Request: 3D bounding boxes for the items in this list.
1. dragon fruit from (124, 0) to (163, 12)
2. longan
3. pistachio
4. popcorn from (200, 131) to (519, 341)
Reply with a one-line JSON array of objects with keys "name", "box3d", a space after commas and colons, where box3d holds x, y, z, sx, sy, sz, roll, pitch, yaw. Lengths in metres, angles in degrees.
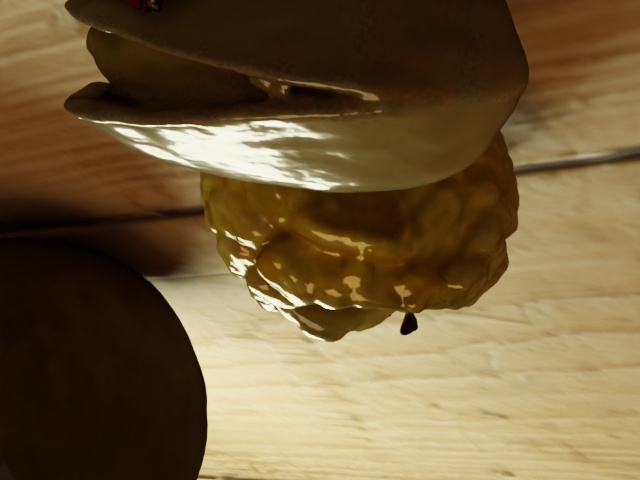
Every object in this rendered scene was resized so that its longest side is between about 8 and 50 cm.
[{"name": "dragon fruit", "box3d": [-0.091, -0.167, 0.769, 0.131, 0.097, 0.063, 28, 167, 43]}, {"name": "longan", "box3d": [-0.231, 0.136, 1.336, 0.297, 0.297, 0.297, 16, 158, 6]}, {"name": "pistachio", "box3d": [-0.013, -0.086, 0.796, 0.223, 0.126, 0.152, 6, -163, 23]}, {"name": "popcorn", "box3d": [0.021, -0.021, 0.934, 0.180, 0.180, 0.170, 11, 119, 17]}]
